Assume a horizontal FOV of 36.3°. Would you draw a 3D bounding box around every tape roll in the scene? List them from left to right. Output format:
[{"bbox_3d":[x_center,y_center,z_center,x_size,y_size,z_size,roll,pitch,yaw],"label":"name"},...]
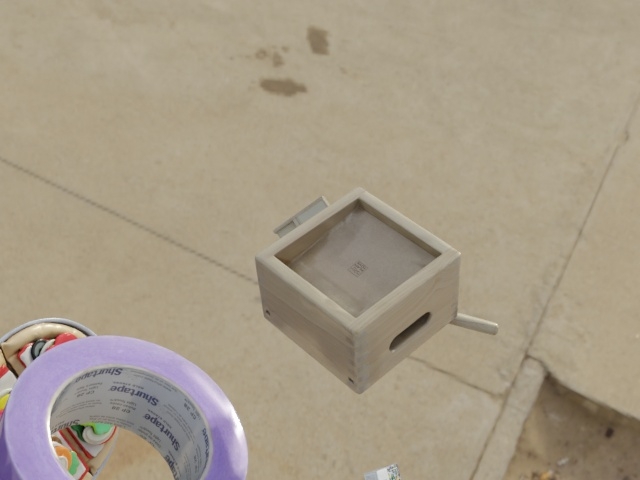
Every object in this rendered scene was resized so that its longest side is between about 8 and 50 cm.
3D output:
[{"bbox_3d":[-0.157,0.170,0.755,0.189,0.080,0.189,20,38,-16],"label":"tape roll"}]

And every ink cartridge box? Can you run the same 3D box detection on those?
[{"bbox_3d":[0.110,0.420,1.555,0.062,0.029,0.115,-3,75,-53],"label":"ink cartridge box"}]

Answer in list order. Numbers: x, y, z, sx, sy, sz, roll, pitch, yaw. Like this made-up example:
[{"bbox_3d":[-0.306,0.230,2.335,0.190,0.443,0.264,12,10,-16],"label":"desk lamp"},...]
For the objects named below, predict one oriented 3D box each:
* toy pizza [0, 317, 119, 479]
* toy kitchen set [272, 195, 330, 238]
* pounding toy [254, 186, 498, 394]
[{"bbox_3d":[-0.276,0.181,1.004,0.032,0.201,0.201,1,35,38],"label":"toy pizza"},{"bbox_3d":[0.000,0.000,1.175,0.075,0.083,0.068,-35,77,10],"label":"toy kitchen set"},{"bbox_3d":[0.048,0.042,0.755,0.141,0.100,0.130,-34,52,-27],"label":"pounding toy"}]
